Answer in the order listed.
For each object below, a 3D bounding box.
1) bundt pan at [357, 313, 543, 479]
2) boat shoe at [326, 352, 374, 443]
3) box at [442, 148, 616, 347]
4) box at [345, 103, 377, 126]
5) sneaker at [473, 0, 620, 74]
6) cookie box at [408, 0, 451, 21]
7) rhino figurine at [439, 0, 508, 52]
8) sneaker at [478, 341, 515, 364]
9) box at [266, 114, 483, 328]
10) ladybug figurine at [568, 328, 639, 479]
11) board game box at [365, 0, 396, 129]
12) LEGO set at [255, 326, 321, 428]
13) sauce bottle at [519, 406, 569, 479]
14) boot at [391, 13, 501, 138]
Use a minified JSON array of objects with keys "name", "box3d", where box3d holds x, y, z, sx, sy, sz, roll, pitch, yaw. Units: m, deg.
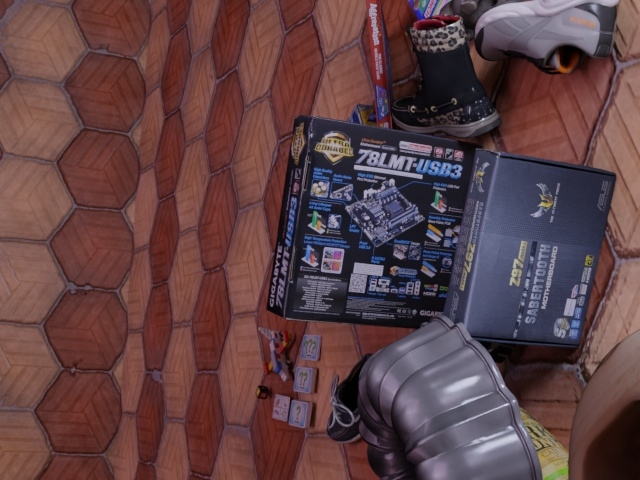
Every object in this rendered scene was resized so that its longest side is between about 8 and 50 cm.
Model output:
[{"name":"bundt pan","box3d":[0.142,0.265,1.327,0.331,0.124,0.330,162,90,-75]},{"name":"boat shoe","box3d":[0.060,0.267,1.847,0.254,0.079,0.095,128,141,-48]},{"name":"box","box3d":[0.260,0.012,1.361,0.059,0.183,0.232,-155,75,-64]},{"name":"box","box3d":[0.062,-0.172,1.981,0.169,0.059,0.054,-56,38,45]},{"name":"sneaker","box3d":[0.294,-0.271,1.467,0.271,0.100,0.108,177,94,-65]},{"name":"cookie box","box3d":[0.192,-0.399,1.783,0.091,0.040,0.107,-63,32,36]},{"name":"rhino figurine","box3d":[0.216,-0.336,1.665,0.243,0.073,0.106,-37,22,58]},{"name":"sneaker","box3d":[0.236,0.097,1.507,0.208,0.081,0.094,-51,27,17]},{"name":"box","box3d":[0.083,-0.021,1.616,0.073,0.296,0.293,13,97,63]},{"name":"ladybug figurine","box3d":[0.374,0.222,0.996,0.449,0.162,0.305,106,145,-61]},{"name":"board game box","box3d":[0.108,-0.263,1.858,0.145,0.027,0.281,68,-163,-68]},{"name":"LEGO set","box3d":[-0.079,0.270,2.177,0.244,0.060,0.182,-5,75,65]},{"name":"sauce bottle","box3d":[0.248,0.279,1.400,0.344,0.111,0.111,43,122,58]},{"name":"boot","box3d":[0.168,-0.252,1.651,0.236,0.085,0.178,21,137,59]}]
